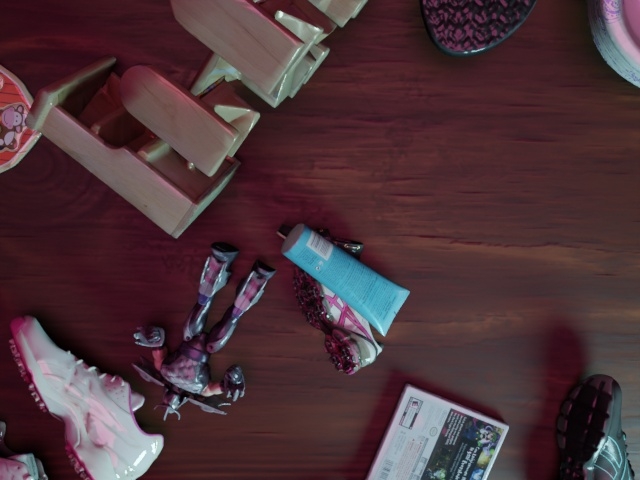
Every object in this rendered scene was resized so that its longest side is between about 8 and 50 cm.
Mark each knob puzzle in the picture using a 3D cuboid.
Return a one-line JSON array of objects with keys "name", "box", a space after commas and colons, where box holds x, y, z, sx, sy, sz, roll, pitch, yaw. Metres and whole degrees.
[{"name": "knob puzzle", "box": [-0.514, -0.183, 1.180, 0.213, 0.030, 0.213, 0, 95, 0]}]

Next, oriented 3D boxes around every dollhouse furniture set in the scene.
[{"name": "dollhouse furniture set", "box": [-0.165, -0.240, 1.023, 0.256, 0.362, 0.394, 38, 124, -4]}]

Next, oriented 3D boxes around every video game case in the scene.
[{"name": "video game case", "box": [0.177, 0.340, 1.227, 0.173, 0.022, 0.190, 22, 94, -1]}]

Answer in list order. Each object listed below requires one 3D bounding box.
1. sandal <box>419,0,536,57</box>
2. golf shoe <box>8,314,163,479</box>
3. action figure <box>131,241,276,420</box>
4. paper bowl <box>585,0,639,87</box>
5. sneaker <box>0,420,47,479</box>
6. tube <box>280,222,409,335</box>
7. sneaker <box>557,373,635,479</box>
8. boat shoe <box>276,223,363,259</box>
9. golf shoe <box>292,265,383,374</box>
[{"name": "sandal", "box": [0.240, -0.464, 1.130, 0.168, 0.107, 0.445, 10, 82, 1]}, {"name": "golf shoe", "box": [-0.355, 0.233, 1.190, 0.140, 0.115, 0.306, -31, 91, -22]}, {"name": "action figure", "box": [-0.178, 0.145, 1.175, 0.185, 0.099, 0.285, 26, 98, -7]}, {"name": "paper bowl", "box": [0.517, -0.344, 1.099, 0.284, 0.148, 0.284, 0, 96, 4]}, {"name": "sneaker", "box": [-0.455, 0.393, 1.164, 0.297, 0.111, 0.129, 43, 85, 15]}, {"name": "tube", "box": [0.038, 0.053, 1.154, 0.207, 0.052, 0.080, 36, 78, -18]}, {"name": "sneaker", "box": [0.422, 0.335, 1.203, 0.106, 0.101, 0.267, 8, 94, -23]}, {"name": "boat shoe", "box": [0.000, 0.000, 1.185, 0.133, 0.049, 0.042, 19, 99, -9]}, {"name": "golf shoe", "box": [0.025, 0.108, 1.194, 0.086, 0.067, 0.186, -24, 82, -38]}]
